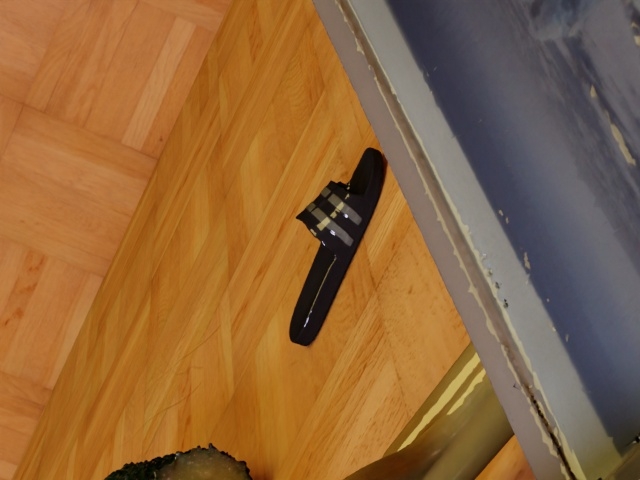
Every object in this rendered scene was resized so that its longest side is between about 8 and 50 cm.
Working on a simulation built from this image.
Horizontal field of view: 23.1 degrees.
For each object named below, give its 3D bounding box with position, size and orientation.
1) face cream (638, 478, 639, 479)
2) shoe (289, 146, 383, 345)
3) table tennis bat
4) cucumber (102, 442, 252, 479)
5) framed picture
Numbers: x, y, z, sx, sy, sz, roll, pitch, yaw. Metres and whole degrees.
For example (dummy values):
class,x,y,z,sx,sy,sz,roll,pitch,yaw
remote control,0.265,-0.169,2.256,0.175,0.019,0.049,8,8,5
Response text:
class,x,y,z,sx,sy,sz,roll,pitch,yaw
face cream,0.066,0.193,0.667,0.345,0.102,0.102,132,156,-55
shoe,0.000,0.000,1.326,0.179,0.049,0.071,-67,14,4
table tennis bat,0.030,0.144,0.816,0.321,0.050,0.198,-50,-27,7
cucumber,-0.143,0.241,1.422,0.359,0.096,0.096,145,145,-71
framed picture,0.120,-0.129,0.711,0.326,0.028,0.446,-57,44,38
